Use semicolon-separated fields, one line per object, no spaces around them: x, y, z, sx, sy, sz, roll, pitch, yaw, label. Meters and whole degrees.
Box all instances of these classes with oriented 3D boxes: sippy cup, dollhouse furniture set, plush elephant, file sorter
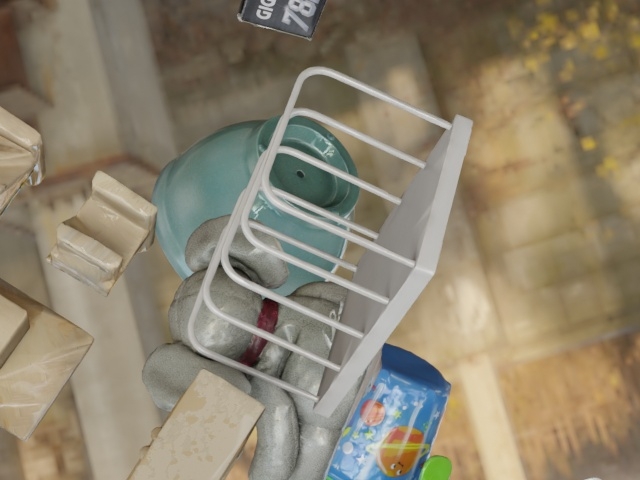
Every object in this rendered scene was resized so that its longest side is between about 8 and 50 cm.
0.090;0.290;2.582;0.224;0.305;0.240;-65;165;14;sippy cup
-0.269;0.141;1.564;0.362;0.394;0.256;-57;177;-19;dollhouse furniture set
-0.072;0.129;1.863;0.255;0.272;0.330;23;149;7;plush elephant
0.000;0.000;1.560;0.173;0.193;0.277;23;141;-6;file sorter

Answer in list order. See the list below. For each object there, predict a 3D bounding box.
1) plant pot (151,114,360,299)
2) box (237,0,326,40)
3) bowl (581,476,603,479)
-0.066;-0.057;2.306;0.293;0.293;0.196;-5;154;-41;plant pot
0.018;-0.355;1.246;0.073;0.293;0.295;15;150;-6;box
0.285;0.349;1.796;0.142;0.142;0.053;-29;141;8;bowl
